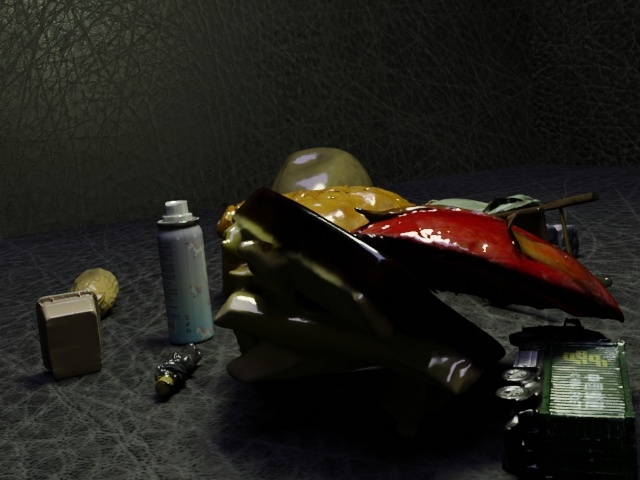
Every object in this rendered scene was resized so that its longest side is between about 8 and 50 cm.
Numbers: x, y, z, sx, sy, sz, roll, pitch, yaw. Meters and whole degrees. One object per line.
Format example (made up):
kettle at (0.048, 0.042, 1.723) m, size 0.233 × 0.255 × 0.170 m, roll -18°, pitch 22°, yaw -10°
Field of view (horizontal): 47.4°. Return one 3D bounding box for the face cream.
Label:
face cream at (-0.222, 0.050, 1.188) m, size 0.075 × 0.229 × 0.075 m, roll -5°, pitch 10°, yaw 1°

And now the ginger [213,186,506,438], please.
ginger at (0.015, 0.117, 0.860) m, size 0.358 × 0.211 × 0.413 m, roll 35°, pitch -3°, yaw -20°

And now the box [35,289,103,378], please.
box at (-0.367, 0.142, 1.079) m, size 0.089 × 0.122 × 0.062 m, roll -9°, pitch 22°, yaw -24°

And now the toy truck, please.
toy truck at (0.248, 0.157, 0.739) m, size 0.121 × 0.088 × 0.259 m, roll -3°, pitch 11°, yaw 20°

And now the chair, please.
chair at (0.325, 0.009, 1.276) m, size 0.160 × 0.186 × 0.319 m, roll -12°, pitch 4°, yaw -26°

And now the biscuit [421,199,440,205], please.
biscuit at (0.246, -0.018, 1.757) m, size 0.274 × 0.036 × 0.187 m, roll -27°, pitch 30°, yaw -27°

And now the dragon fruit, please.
dragon fruit at (0.170, 0.010, 0.880) m, size 0.282 × 0.100 × 0.344 m, roll 19°, pitch -6°, yaw -39°

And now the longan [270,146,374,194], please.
longan at (0.004, -0.091, 1.834) m, size 0.289 × 0.288 × 0.350 m, roll -4°, pitch 21°, yaw 10°

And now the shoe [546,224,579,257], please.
shoe at (0.424, 0.011, 1.503) m, size 0.138 × 0.095 × 0.245 m, roll -1°, pitch 6°, yaw 44°

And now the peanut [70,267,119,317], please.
peanut at (-0.448, 0.104, 1.436) m, size 0.094 × 0.083 × 0.194 m, roll -7°, pitch 10°, yaw -7°

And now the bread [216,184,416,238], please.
bread at (0.000, 0.000, 1.428) m, size 0.399 × 0.215 × 0.398 m, roll -6°, pitch 9°, yaw 1°

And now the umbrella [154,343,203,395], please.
umbrella at (-0.198, 0.177, 1.003) m, size 0.040 × 0.037 × 0.144 m, roll -5°, pitch 8°, yaw 7°
